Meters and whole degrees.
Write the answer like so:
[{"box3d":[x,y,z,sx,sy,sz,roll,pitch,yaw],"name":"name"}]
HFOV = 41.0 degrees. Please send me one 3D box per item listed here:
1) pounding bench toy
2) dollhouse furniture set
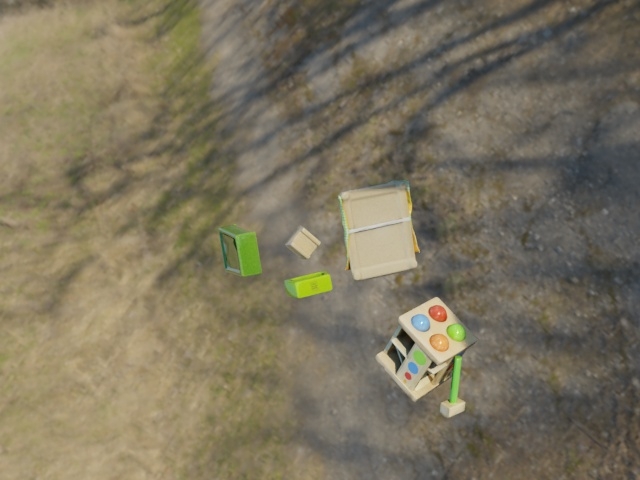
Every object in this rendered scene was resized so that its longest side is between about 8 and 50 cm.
[{"box3d":[0.101,0.101,0.725,0.052,0.083,0.065,-23,-30,-39],"name":"pounding bench toy"},{"box3d":[0.000,0.000,0.690,0.151,0.076,0.058,-12,9,-17],"name":"dollhouse furniture set"}]
